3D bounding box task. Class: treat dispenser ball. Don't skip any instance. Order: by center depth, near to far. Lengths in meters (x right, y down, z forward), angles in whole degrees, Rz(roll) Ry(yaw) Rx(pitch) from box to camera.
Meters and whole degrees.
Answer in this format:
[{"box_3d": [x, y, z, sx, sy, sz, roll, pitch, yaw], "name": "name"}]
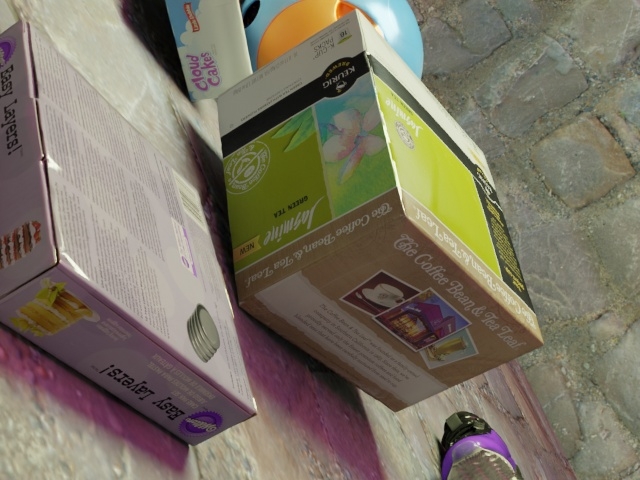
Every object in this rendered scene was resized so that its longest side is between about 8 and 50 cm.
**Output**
[{"box_3d": [0.008, -0.270, 1.568, 0.288, 0.288, 0.288, 56, 13, -20], "name": "treat dispenser ball"}]

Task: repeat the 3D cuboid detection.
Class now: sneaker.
[{"box_3d": [0.221, 0.316, 1.569, 0.146, 0.102, 0.293, 63, 7, 30], "name": "sneaker"}]

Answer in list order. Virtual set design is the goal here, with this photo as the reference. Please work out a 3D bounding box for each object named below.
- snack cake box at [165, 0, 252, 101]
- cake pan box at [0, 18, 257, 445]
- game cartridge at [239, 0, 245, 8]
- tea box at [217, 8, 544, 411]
[{"box_3d": [-0.153, -0.319, 1.389, 0.264, 0.089, 0.152, -105, -174, -49], "name": "snack cake box"}, {"box_3d": [-0.159, -0.007, 0.806, 0.246, 0.070, 0.267, 50, 16, -50], "name": "cake pan box"}, {"box_3d": [-0.060, -0.282, 1.880, 0.355, 0.068, 0.230, 65, 9, 22], "name": "game cartridge"}, {"box_3d": [0.067, -0.025, 1.259, 0.329, 0.220, 0.323, 40, 30, -43], "name": "tea box"}]
